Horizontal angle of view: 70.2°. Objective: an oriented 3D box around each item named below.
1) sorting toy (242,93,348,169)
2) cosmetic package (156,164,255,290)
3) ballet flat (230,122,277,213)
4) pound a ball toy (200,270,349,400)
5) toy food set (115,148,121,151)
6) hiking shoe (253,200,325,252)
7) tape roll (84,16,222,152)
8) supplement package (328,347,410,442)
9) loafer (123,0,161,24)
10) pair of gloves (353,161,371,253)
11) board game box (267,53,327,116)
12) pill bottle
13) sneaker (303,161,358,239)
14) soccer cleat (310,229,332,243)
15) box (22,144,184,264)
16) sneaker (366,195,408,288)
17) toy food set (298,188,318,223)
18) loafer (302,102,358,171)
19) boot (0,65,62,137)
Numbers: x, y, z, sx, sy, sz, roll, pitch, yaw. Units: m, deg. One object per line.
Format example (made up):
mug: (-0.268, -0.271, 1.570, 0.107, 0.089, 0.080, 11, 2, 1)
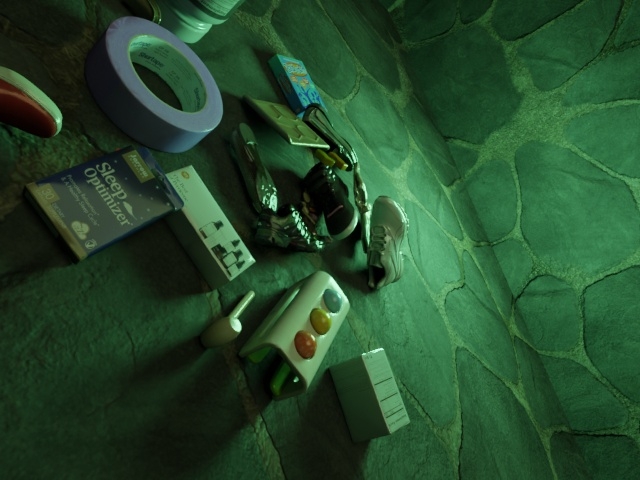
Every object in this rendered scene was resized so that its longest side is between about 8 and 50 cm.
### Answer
sorting toy: (-0.068, -0.302, 1.312, 0.307, 0.041, 0.229, 46, 24, 19)
cosmetic package: (-0.236, -0.028, 0.911, 0.239, 0.060, 0.099, 57, 31, -7)
ballet flat: (-0.172, -0.170, 1.133, 0.084, 0.058, 0.250, -12, 81, -62)
pound a ball toy: (-0.065, 0.164, 0.932, 0.208, 0.136, 0.319, 55, 31, -9)
toy food set: (-0.362, -0.132, 0.851, 0.083, 0.020, 0.082, 15, 53, -49)
hiking shoe: (-0.062, -0.031, 1.113, 0.227, 0.086, 0.114, 11, 82, -51)
tape roll: (-0.344, -0.328, 0.969, 0.275, 0.090, 0.275, 36, 39, -36)
supplement package: (0.113, 0.358, 1.061, 0.105, 0.105, 0.179, 4, 63, -54)
loafer: (-0.433, -0.563, 1.066, 0.148, 0.056, 0.050, 50, 32, 1)
pair of gloves: (0.137, -0.107, 1.428, 0.204, 0.042, 0.240, -82, 161, -58)
board game box: (-0.075, -0.521, 1.551, 0.160, 0.047, 0.210, -22, 83, -58)
pill bottle: (-0.256, -0.668, 1.105, 0.204, 0.361, 0.204, 35, 40, -36)
sneaker: (0.019, -0.122, 1.289, 0.147, 0.104, 0.295, 45, 21, -29)
soccer cleat: (0.000, 0.000, 1.263, 0.083, 0.029, 0.035, 25, 55, -40)
box: (-0.344, -0.074, 0.763, 0.225, 0.036, 0.136, -40, 99, -44)
sneaker: (0.192, 0.013, 1.365, 0.129, 0.111, 0.297, -32, 122, -50)
toy food set: (-0.033, -0.091, 1.297, 0.078, 0.019, 0.122, 48, 26, -21)
loafer: (0.025, -0.321, 1.500, 0.267, 0.096, 0.084, 51, 50, -28)
boot: (-0.507, -0.180, 0.624, 0.244, 0.088, 0.176, 29, 43, -30)
